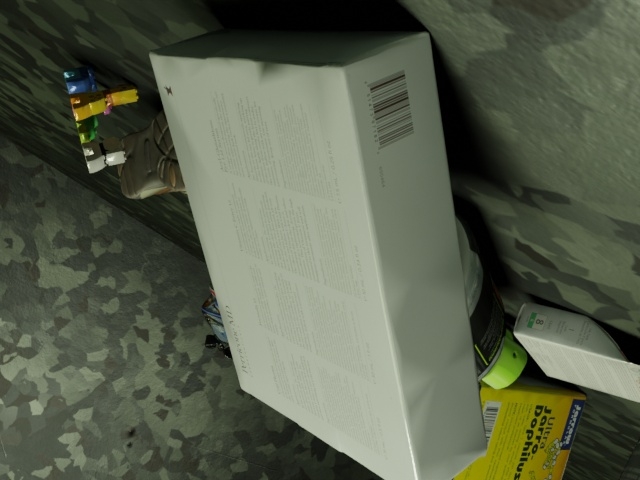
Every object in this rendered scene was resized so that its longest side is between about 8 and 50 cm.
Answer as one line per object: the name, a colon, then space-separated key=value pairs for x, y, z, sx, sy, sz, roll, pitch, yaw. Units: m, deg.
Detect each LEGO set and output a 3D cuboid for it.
LEGO set: x=-0.316 y=-0.198 z=1.213 sx=0.227 sy=0.093 sz=0.087 roll=-122 pitch=23 yaw=-49

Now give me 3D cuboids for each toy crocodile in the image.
toy crocodile: x=0.193 y=0.142 z=1.336 sx=0.340 sy=0.105 sz=0.115 roll=19 pitch=165 yaw=49

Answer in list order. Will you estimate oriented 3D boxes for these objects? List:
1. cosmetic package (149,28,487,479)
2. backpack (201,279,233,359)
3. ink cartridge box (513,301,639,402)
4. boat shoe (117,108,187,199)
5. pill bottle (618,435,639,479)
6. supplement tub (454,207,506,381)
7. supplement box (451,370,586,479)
cosmetic package: x=-0.005 y=0.007 z=0.741 sx=0.284 sy=0.097 sz=0.378 roll=17 pitch=127 yaw=48
backpack: x=-0.056 y=0.102 z=1.508 sx=0.263 sy=0.277 sz=0.213 roll=23 pitch=154 yaw=23
ink cartridge box: x=0.381 y=0.156 z=1.063 sx=0.224 sy=0.056 sz=0.181 roll=11 pitch=160 yaw=34
boat shoe: x=-0.177 y=-0.124 z=1.161 sx=0.116 sy=0.123 sz=0.324 roll=-3 pitch=-178 yaw=-36
pill bottle: x=0.386 y=0.297 z=0.803 sx=0.210 sy=0.363 sz=0.210 roll=29 pitch=170 yaw=6
supplement tub: x=0.120 y=0.081 z=1.009 sx=0.193 sy=0.194 sz=0.316 roll=25 pitch=168 yaw=28
supplement box: x=0.263 y=0.312 z=1.418 sx=0.356 sy=0.195 sz=0.194 roll=14 pitch=-176 yaw=-42
